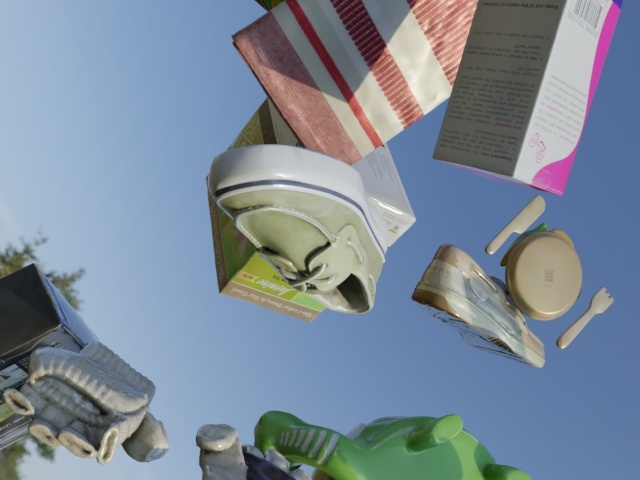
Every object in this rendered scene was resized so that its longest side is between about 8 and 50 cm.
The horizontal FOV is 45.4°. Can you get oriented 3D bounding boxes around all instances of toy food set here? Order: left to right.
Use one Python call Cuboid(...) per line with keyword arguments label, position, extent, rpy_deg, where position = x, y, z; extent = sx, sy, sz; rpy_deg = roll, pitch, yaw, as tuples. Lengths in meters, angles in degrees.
Cuboid(label="toy food set", position=(0.309, 0.046, 1.061), extent=(0.192, 0.132, 0.038), rpy_deg=(52, -16, -10))

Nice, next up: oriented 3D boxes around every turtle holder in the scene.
Cuboid(label="turtle holder", position=(0.072, 0.333, 0.922), extent=(0.227, 0.321, 0.243), rpy_deg=(-20, -115, 55))

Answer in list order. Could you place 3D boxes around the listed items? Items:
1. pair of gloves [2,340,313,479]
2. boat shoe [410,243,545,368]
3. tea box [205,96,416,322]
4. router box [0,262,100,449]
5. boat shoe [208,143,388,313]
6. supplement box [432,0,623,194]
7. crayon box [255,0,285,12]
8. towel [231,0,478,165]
Cuboid(label="pair of gloves", position=(-0.105, 0.148, 0.561), extent=(0.240, 0.042, 0.204), rpy_deg=(35, 0, 3))
Cuboid(label="boat shoe", position=(0.244, 0.100, 1.091), extent=(0.109, 0.098, 0.302), rpy_deg=(11, -17, 48))
Cuboid(label="tea box", position=(-0.037, -0.082, 1.455), extent=(0.323, 0.220, 0.329), rpy_deg=(-48, -143, 30))
Cuboid(label="router box", position=(-0.396, 0.169, 0.817), extent=(0.081, 0.309, 0.243), rpy_deg=(57, -14, 21))
Cuboid(label="boat shoe", position=(0.000, 0.000, 0.682), extent=(0.109, 0.302, 0.094), rpy_deg=(-8, -107, 22))
Cuboid(label="supplement box", position=(0.222, -0.172, 0.823), extent=(0.114, 0.111, 0.219), rpy_deg=(19, -85, 44))
Cuboid(label="crayon box", position=(-0.037, -0.461, 1.171), extent=(0.165, 0.278, 0.081), rpy_deg=(38, -42, -17))
Cuboid(label="towel", position=(0.081, -0.258, 0.991), extent=(0.237, 0.329, 0.037), rpy_deg=(54, 3, -31))
